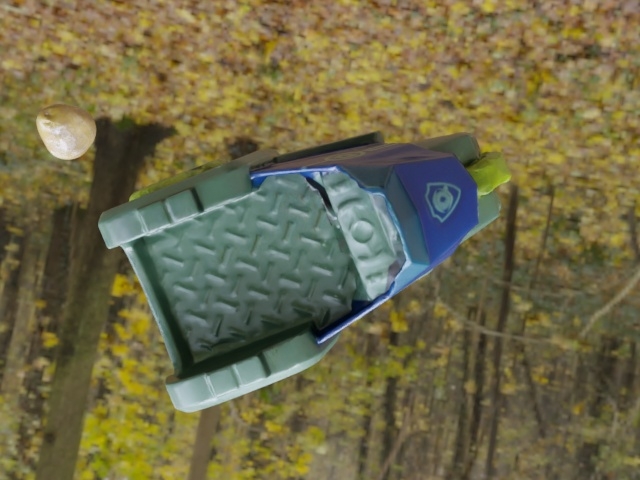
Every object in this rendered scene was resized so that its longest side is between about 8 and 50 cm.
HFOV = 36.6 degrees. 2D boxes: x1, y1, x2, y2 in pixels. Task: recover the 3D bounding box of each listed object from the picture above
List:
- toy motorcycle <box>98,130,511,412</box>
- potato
[{"bbox_3d":[0.000,0.000,0.784,0.327,0.191,0.200,-21,-175,9],"label":"toy motorcycle"},{"bbox_3d":[-0.314,-0.137,1.193,0.062,0.068,0.083,34,173,9],"label":"potato"}]
